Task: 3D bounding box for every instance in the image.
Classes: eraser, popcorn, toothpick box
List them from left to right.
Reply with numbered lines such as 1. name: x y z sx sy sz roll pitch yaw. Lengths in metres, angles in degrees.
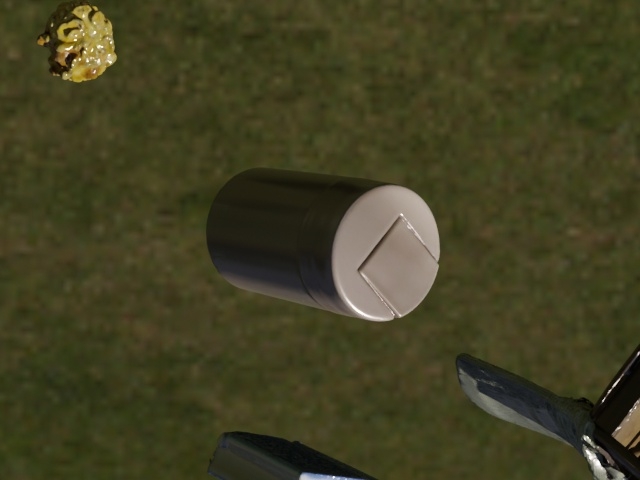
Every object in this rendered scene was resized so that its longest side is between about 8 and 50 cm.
1. popcorn: -0.241 -0.198 1.974 0.083 0.082 0.057 -4 -149 -39
2. eraser: -0.012 0.129 1.083 0.063 0.027 0.085 11 -176 -37
3. toothpick box: 0.000 0.000 1.614 0.111 0.111 0.181 16 177 -37

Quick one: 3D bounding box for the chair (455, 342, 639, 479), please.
1. chair: 0.316 0.165 2.027 0.319 0.186 0.160 35 173 38
